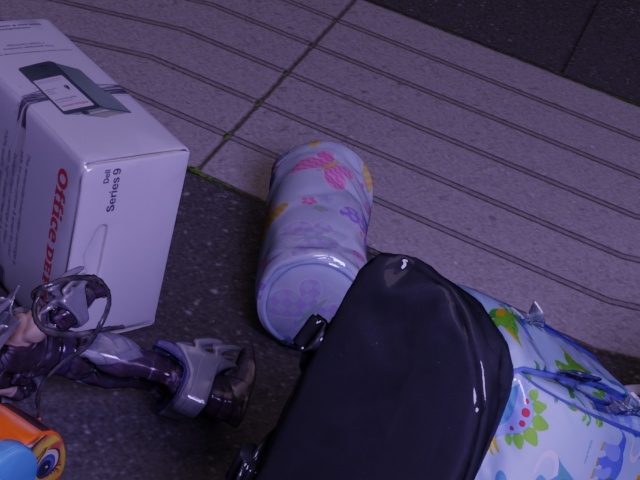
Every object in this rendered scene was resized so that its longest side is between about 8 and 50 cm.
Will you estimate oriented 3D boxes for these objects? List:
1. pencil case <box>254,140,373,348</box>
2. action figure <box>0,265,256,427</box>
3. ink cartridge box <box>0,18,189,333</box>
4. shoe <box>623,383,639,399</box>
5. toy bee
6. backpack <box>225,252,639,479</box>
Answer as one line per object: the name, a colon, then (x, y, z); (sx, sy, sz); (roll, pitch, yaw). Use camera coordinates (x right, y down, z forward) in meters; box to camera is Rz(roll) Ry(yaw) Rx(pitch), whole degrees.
pencil case: (0.000, 0.000, 1.637); (0.124, 0.113, 0.273); (17, 30, -10)
action figure: (-0.206, 0.100, 1.362); (0.285, 0.185, 0.099); (15, 63, -23)
ink cartridge box: (-0.267, -0.063, 1.549); (0.122, 0.211, 0.289); (-11, 39, -37)
shoe: (0.269, 0.192, 1.471); (0.178, 0.063, 0.081); (-9, 37, -22)
toy bee: (-0.254, 0.193, 1.218); (0.298, 0.162, 0.195); (-29, 55, -15)
backpack: (0.129, 0.187, 1.212); (0.273, 0.290, 0.355); (29, 4, 23)
